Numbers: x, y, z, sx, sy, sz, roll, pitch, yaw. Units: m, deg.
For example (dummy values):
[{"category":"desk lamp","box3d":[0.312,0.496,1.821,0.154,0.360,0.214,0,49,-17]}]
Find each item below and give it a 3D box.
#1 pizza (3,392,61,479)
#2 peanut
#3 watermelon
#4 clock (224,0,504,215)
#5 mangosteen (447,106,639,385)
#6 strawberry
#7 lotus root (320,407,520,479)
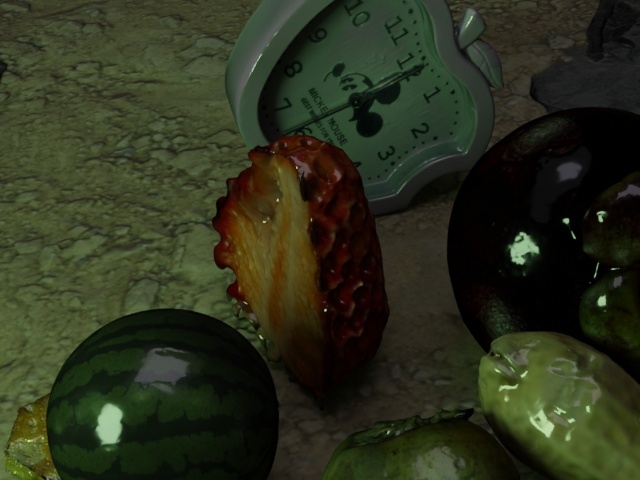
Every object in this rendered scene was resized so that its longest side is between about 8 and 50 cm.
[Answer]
[{"category":"pizza","box3d":[-0.257,0.198,1.230,0.099,0.036,0.160,-3,34,1]},{"category":"peanut","box3d":[0.261,0.185,1.083,0.290,0.130,0.130,40,48,12]},{"category":"watermelon","box3d":[-0.143,0.165,1.119,0.212,0.212,0.212,-2,34,2]},{"category":"clock","box3d":[0.054,-0.192,1.519,0.338,0.338,0.102,-11,33,-10]},{"category":"mangosteen","box3d":[0.267,0.005,1.223,0.297,0.313,0.297,-2,77,7]},{"category":"strawberry","box3d":[-0.008,0.000,1.303,0.150,0.280,0.253,-18,28,-25]},{"category":"lotus root","box3d":[0.080,0.191,1.084,0.183,0.078,0.203,-8,-7,-2]}]
